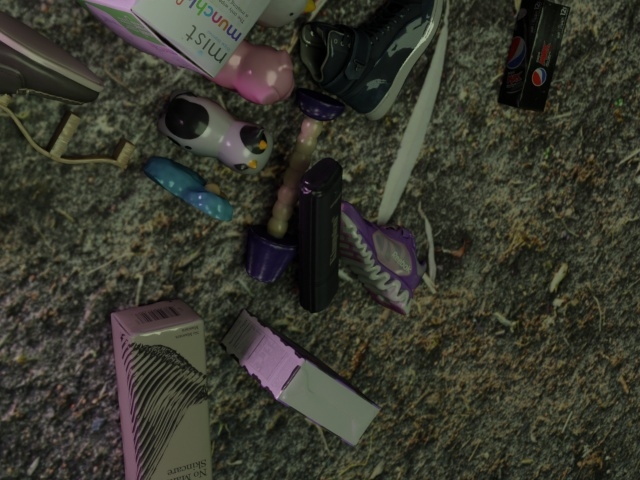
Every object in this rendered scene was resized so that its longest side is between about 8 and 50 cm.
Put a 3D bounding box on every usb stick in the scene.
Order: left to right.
[{"bbox_3d":[0.000,0.000,1.328,0.077,0.045,0.278,-45,153,-32],"label":"usb stick"}]

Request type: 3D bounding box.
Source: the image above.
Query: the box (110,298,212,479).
[{"bbox_3d":[-0.221,0.229,1.326,0.113,0.094,0.275,-12,112,-26],"label":"box"}]

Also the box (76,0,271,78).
[{"bbox_3d":[-0.143,-0.323,1.077,0.127,0.262,0.231,38,87,-33],"label":"box"}]

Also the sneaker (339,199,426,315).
[{"bbox_3d":[0.088,0.008,1.435,0.104,0.095,0.236,-50,129,-14],"label":"sneaker"}]

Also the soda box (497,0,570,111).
[{"bbox_3d":[0.335,-0.291,1.487,0.060,0.053,0.168,4,104,-31],"label":"soda box"}]

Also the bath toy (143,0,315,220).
[{"bbox_3d":[-0.099,-0.205,1.225,0.151,0.129,0.348,19,96,-33],"label":"bath toy"}]

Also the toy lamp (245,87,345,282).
[{"bbox_3d":[-0.041,-0.071,1.322,0.080,0.080,0.274,8,112,-32],"label":"toy lamp"}]

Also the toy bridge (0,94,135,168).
[{"bbox_3d":[-0.322,-0.131,1.182,0.188,0.026,0.063,28,94,-34],"label":"toy bridge"}]

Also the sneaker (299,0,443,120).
[{"bbox_3d":[0.068,-0.297,1.313,0.163,0.086,0.226,23,96,-36],"label":"sneaker"}]

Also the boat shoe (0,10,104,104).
[{"bbox_3d":[-0.411,-0.222,1.059,0.335,0.112,0.095,26,106,-29],"label":"boat shoe"}]

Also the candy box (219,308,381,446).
[{"bbox_3d":[-0.033,0.195,1.360,0.165,0.196,0.070,38,86,-34],"label":"candy box"}]
